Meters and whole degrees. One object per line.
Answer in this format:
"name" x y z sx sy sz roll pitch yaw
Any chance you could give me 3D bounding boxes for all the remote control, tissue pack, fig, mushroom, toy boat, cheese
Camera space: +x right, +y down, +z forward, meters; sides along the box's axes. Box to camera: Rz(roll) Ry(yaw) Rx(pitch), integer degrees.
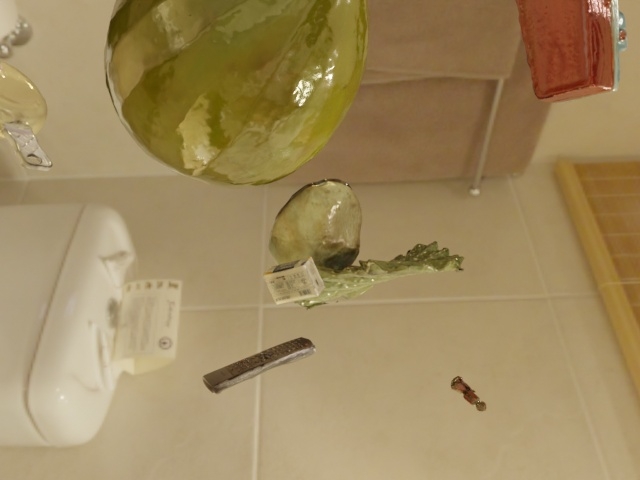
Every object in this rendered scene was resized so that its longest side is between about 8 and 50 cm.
"remote control" -0.108 0.223 1.106 0.059 0.212 0.028 16 -61 59
"tissue pack" -0.043 0.065 0.980 0.062 0.083 0.042 65 30 -16
"fig" -0.064 -0.176 0.563 0.271 0.240 0.239 -25 -118 51
"mushroom" -0.002 -0.004 1.459 0.190 0.267 0.164 26 24 -54
"toy boat" 0.397 -0.387 0.950 0.145 0.133 0.331 0 -78 58
"cheese" -0.504 -0.206 1.020 0.070 0.249 0.163 -50 174 21

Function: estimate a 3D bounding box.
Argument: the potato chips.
"potato chips" 0.137 0.069 1.388 0.389 0.373 0.097 -6 80 -54

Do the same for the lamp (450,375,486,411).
"lamp" 0.296 0.307 1.214 0.083 0.031 0.063 46 4 22
